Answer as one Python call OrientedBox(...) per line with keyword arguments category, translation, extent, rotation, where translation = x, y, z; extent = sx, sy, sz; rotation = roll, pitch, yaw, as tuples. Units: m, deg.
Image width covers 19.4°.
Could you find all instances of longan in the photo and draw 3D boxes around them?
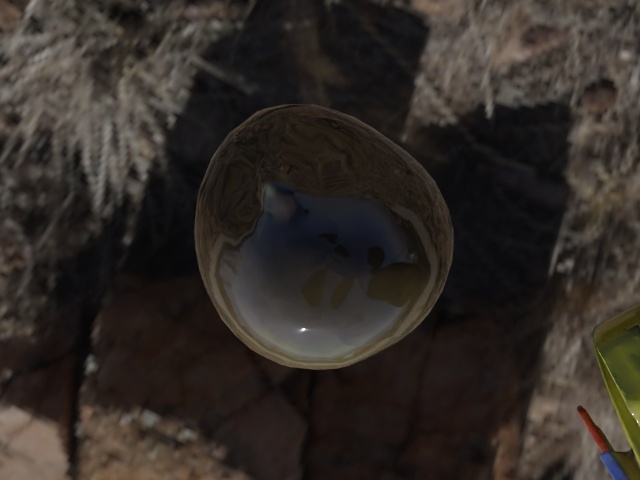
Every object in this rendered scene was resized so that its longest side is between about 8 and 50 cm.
OrientedBox(category="longan", translation=(0.000, 0.000, 1.214), extent=(0.189, 0.189, 0.189), rotation=(9, 127, 12))

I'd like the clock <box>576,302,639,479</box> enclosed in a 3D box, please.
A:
OrientedBox(category="clock", translation=(0.225, 0.169, 1.073), extent=(0.071, 0.293, 0.277), rotation=(-29, 71, 13))
